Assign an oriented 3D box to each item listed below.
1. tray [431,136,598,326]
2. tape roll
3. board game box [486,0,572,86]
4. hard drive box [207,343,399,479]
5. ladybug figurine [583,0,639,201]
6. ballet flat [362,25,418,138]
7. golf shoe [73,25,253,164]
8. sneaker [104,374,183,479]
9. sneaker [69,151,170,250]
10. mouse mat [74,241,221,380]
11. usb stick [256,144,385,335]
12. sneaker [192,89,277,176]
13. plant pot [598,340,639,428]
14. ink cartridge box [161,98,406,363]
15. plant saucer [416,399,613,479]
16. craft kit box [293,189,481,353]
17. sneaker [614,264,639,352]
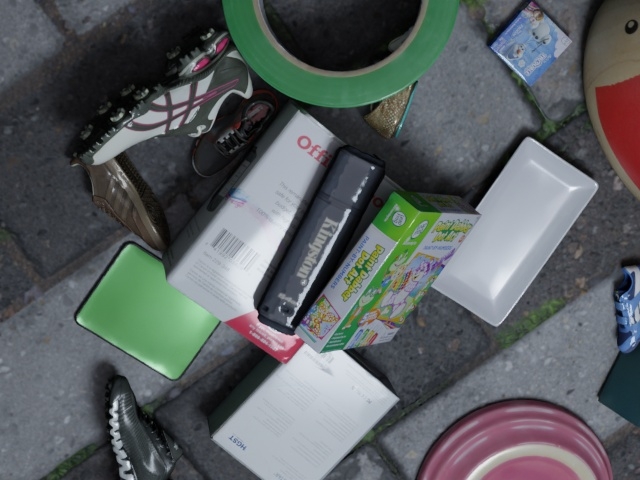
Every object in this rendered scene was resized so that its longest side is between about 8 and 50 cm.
[{"bbox_3d":[0.289,-0.014,1.874,0.145,0.030,0.270,32,98,-17],"label":"tray"},{"bbox_3d":[0.028,-0.342,1.680,0.321,0.077,0.321,0,97,3],"label":"tape roll"},{"bbox_3d":[0.307,-0.289,1.805,0.090,0.020,0.090,40,96,-18],"label":"board game box"},{"bbox_3d":[-0.028,0.254,1.866,0.181,0.089,0.232,42,95,-17],"label":"hard drive box"},{"bbox_3d":[0.568,-0.186,1.801,0.305,0.162,0.449,-37,108,2],"label":"ladybug figurine"},{"bbox_3d":[0.118,-0.248,1.764,0.067,0.073,0.206,24,97,0],"label":"ballet flat"},{"bbox_3d":[-0.211,-0.176,1.694,0.273,0.105,0.120,-40,117,-10],"label":"golf shoe"},{"bbox_3d":[-0.263,0.302,1.852,0.106,0.078,0.234,-10,110,-9],"label":"sneaker"},{"bbox_3d":[-0.285,-0.060,1.761,0.071,0.066,0.188,-26,103,16],"label":"sneaker"},{"bbox_3d":[-0.250,0.108,1.834,0.190,0.007,0.152,34,98,-17],"label":"mouse mat"},{"bbox_3d":[0.000,0.000,1.687,0.077,0.045,0.278,24,100,-17],"label":"usb stick"},{"bbox_3d":[-0.124,-0.152,1.751,0.061,0.065,0.158,41,96,-17],"label":"sneaker"},{"bbox_3d":[0.574,0.186,1.909,0.165,0.166,0.234,19,95,-14],"label":"plant pot"},{"bbox_3d":[-0.048,-0.013,1.767,0.226,0.131,0.306,38,94,-18],"label":"ink cartridge box"},{"bbox_3d":[0.318,0.423,1.972,0.332,0.084,0.332,-3,106,-9],"label":"plant saucer"},{"bbox_3d":[0.101,0.043,1.744,0.061,0.250,0.246,38,107,21],"label":"craft kit box"},{"bbox_3d":[0.483,0.104,1.927,0.059,0.053,0.144,12,95,-13],"label":"sneaker"}]
